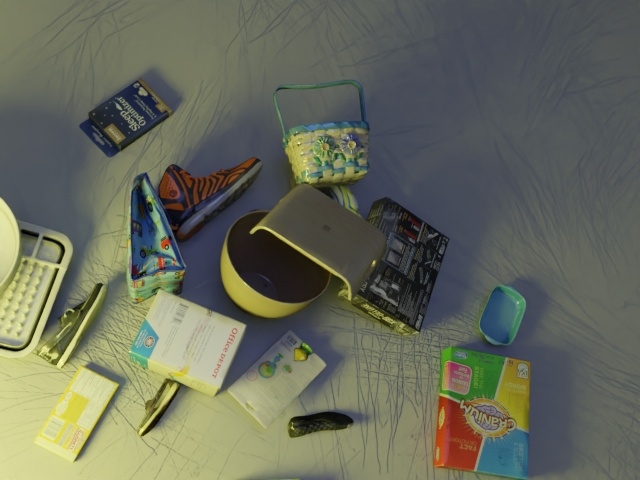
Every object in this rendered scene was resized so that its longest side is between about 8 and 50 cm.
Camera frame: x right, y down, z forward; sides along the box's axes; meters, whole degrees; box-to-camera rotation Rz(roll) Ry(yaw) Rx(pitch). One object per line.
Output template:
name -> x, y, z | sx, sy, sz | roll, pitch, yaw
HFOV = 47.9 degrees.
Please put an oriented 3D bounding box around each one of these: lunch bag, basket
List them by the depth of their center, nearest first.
lunch bag -> -0.442, -0.015, 1.821 | 0.138, 0.221, 0.293 | -12, 74, -18
basket -> 0.017, -0.293, 1.966 | 0.255, 0.201, 0.288 | -10, 79, -16

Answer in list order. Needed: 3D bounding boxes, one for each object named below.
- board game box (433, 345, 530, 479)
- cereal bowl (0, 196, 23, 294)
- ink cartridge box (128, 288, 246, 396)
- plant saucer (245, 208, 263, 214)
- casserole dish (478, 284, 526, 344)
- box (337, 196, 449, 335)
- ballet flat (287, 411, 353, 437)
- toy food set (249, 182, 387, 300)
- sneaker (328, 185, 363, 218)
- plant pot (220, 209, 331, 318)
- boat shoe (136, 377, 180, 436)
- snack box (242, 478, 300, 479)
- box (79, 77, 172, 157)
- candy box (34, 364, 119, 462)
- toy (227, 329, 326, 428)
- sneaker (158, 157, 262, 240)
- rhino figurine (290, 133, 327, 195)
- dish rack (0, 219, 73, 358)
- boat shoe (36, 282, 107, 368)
board game box -> 0.439, 0.464, 1.940 | 0.243, 0.064, 0.316 | 11, 68, -9
cereal bowl -> -0.866, 0.028, 1.672 | 0.339, 0.141, 0.338 | 4, 71, -12
ink cartridge box -> -0.326, 0.257, 1.777 | 0.233, 0.168, 0.171 | 24, 67, -4
plant saucer -> -0.175, -0.046, 2.009 | 0.084, 0.013, 0.083 | 5, 68, -12
casserole dish -> 0.516, 0.216, 2.065 | 0.114, 0.037, 0.188 | 29, 66, -1
box -> 0.207, 0.071, 1.982 | 0.243, 0.077, 0.307 | 31, 65, -22
ballet flat -> 0.000, 0.473, 1.849 | 0.173, 0.057, 0.049 | -1, 111, -13
toy food set -> 0.000, 0.000, 1.828 | 0.306, 0.092, 0.219 | 33, 44, 8
sneaker -> 0.052, -0.053, 2.024 | 0.126, 0.091, 0.240 | -23, 78, -19
plant pot -> -0.139, 0.090, 1.854 | 0.284, 0.191, 0.284 | 16, 48, -19
boat shoe -> -0.405, 0.408, 1.769 | 0.049, 0.056, 0.152 | 30, 62, 10
snack box -> -0.134, 0.679, 1.721 | 0.175, 0.070, 0.206 | 2, 68, -12
box -> -0.546, -0.344, 2.020 | 0.136, 0.036, 0.225 | 46, 68, 6
candy box -> -0.584, 0.415, 1.734 | 0.105, 0.027, 0.205 | 29, 67, -4
toy -> -0.112, 0.357, 1.854 | 0.137, 0.056, 0.237 | 43, 62, 8
sneaker -> -0.317, -0.162, 1.958 | 0.321, 0.124, 0.180 | -41, 85, -23
rhino figurine -> -0.036, -0.216, 2.074 | 0.107, 0.073, 0.243 | 6, 68, -15
dish rack -> -0.790, 0.111, 1.774 | 0.286, 0.072, 0.332 | 17, 67, -8
boat shoe -> -0.606, 0.197, 1.779 | 0.079, 0.084, 0.233 | 30, 69, -2
